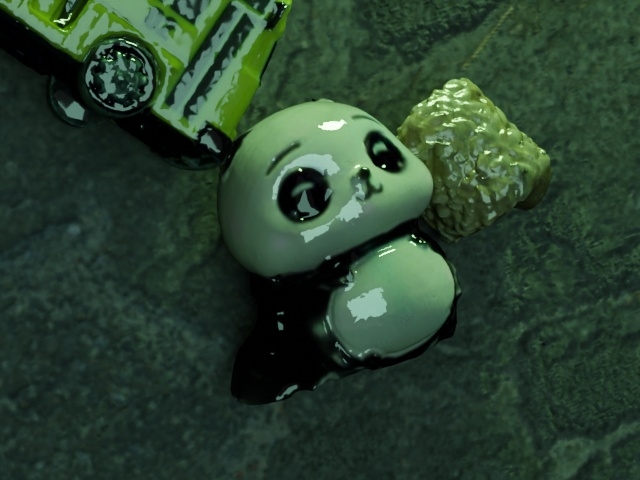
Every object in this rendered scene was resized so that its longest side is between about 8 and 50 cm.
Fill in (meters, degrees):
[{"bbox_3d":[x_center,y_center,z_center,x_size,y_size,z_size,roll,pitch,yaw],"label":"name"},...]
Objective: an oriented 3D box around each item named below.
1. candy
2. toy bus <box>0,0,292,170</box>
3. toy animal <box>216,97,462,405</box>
[{"bbox_3d":[0.101,-0.053,1.185,0.095,0.085,0.110,-40,94,-23],"label":"candy"},{"bbox_3d":[-0.150,-0.165,1.055,0.262,0.128,0.150,34,80,-18],"label":"toy bus"},{"bbox_3d":[0.000,0.000,1.113,0.166,0.138,0.179,-23,106,-35],"label":"toy animal"}]
